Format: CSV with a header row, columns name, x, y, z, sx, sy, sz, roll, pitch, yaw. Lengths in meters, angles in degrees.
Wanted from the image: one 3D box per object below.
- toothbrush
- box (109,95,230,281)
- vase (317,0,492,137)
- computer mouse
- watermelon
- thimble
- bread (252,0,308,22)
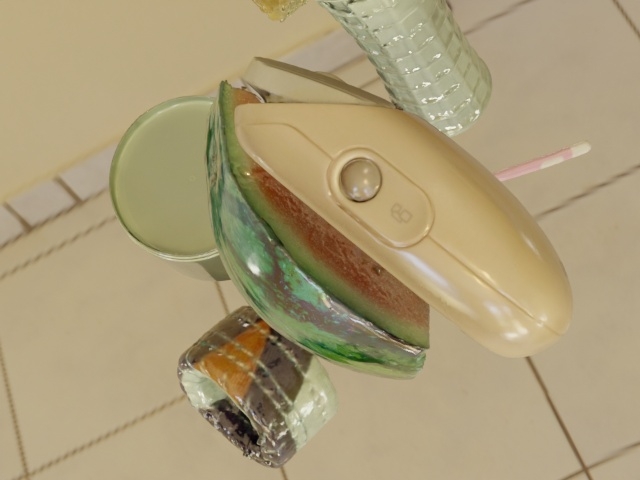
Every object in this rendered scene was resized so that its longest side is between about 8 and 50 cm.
name,x,y,z,sx,sy,sz,roll,pitch,yaw
toothbrush,0.250,-0.089,1.816,0.286,0.020,0.025,-19,54,-5
box,-0.156,-0.068,1.730,0.226,0.149,0.226,-3,76,11
vase,0.078,-0.215,1.271,0.143,0.299,0.143,-10,61,19
computer mouse,0.054,-0.026,0.753,0.236,0.145,0.082,41,98,12
watermelon,-0.011,0.017,0.847,0.128,0.231,0.146,-50,10,17
thimble,-0.097,0.215,1.895,0.237,0.237,0.150,32,61,34
bread,-0.077,-0.451,1.973,0.196,0.138,0.102,50,50,-2
